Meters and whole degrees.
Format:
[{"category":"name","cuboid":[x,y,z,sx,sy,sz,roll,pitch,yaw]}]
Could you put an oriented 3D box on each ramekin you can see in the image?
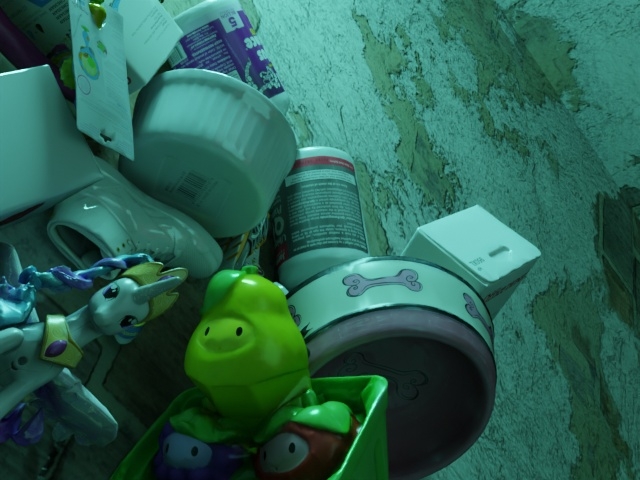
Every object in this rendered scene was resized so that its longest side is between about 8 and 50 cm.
[{"category":"ramekin","cuboid":[-0.187,-0.127,1.609,0.277,0.277,0.135,43,47,-32]}]

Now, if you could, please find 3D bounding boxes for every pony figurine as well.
[{"category":"pony figurine","cuboid":[-0.353,0.149,1.175,0.363,0.351,0.302,-34,96,-38]}]

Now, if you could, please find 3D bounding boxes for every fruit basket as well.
[{"category":"fruit basket","cuboid":[-0.100,0.240,1.405,0.392,0.392,0.283,58,33,-14]}]

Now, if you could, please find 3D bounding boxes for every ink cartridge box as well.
[{"category":"ink cartridge box","cuboid":[0.200,0.148,1.857,0.166,0.394,0.285,40,27,17]},{"category":"ink cartridge box","cuboid":[-0.367,-0.335,1.561,0.232,0.171,0.168,50,37,-24]}]

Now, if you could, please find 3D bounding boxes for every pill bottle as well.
[{"category":"pill bottle","cuboid":[-0.159,-0.280,1.832,0.301,0.169,0.169,62,32,-7]},{"category":"pill bottle","cuboid":[0.000,0.000,1.881,0.176,0.176,0.318,21,53,-49]}]

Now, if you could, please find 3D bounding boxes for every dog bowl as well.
[{"category":"dog bowl","cuboid":[0.099,0.230,1.618,0.408,0.408,0.150,45,17,-30]}]

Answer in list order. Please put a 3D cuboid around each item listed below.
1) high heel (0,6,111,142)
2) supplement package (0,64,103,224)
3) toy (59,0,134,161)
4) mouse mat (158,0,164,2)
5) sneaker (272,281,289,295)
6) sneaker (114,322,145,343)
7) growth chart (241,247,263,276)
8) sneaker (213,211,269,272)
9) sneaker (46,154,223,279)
[{"category":"high heel","cuboid":[-0.436,-0.292,1.465,0.377,0.127,0.181,34,55,-36]},{"category":"supplement package","cuboid":[-0.457,-0.092,1.270,0.293,0.178,0.175,-32,97,-57]},{"category":"toy","cuboid":[-0.322,-0.234,1.397,0.137,0.056,0.237,32,50,-62]},{"category":"mouse mat","cuboid":[-0.365,-0.447,1.670,0.190,0.153,0.007,32,76,-42]},{"category":"sneaker","cuboid":[-0.092,0.205,1.728,0.151,0.094,0.255,-34,128,-19]},{"category":"sneaker","cuboid":[-0.287,0.100,1.522,0.053,0.059,0.144,20,30,-10]},{"category":"growth chart","cuboid":[-0.156,-0.036,1.824,0.172,0.021,0.237,32,45,-41]},{"category":"sneaker","cuboid":[-0.131,-0.012,1.750,0.083,0.084,0.214,49,35,-31]},{"category":"sneaker","cuboid":[-0.284,0.014,1.527,0.293,0.108,0.169,35,41,-26]}]
